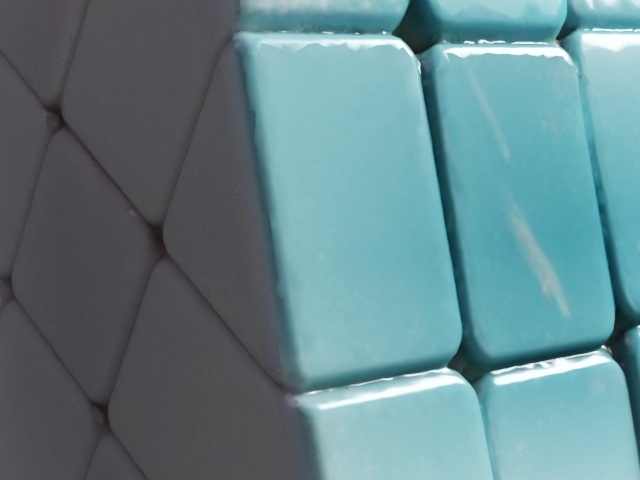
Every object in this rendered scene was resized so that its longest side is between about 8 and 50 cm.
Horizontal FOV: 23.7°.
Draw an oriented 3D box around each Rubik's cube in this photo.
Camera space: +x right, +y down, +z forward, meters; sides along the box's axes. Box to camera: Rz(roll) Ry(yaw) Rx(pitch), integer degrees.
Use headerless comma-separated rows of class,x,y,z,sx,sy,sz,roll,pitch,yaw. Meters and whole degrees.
Rubik's cube,0.000,0.000,0.822,0.316,0.322,0.319,-4,-7,-39
